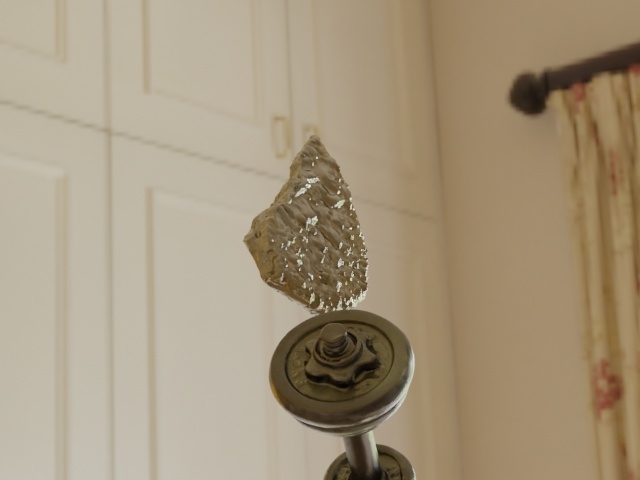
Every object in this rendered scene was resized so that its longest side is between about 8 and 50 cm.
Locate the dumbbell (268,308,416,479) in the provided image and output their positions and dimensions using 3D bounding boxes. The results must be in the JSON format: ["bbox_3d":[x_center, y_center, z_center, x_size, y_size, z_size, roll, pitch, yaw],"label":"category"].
[{"bbox_3d":[0.031,0.157,1.064,0.110,0.110,0.254,-5,-48,9],"label":"dumbbell"}]

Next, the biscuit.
[{"bbox_3d":[-0.001,0.001,1.337,0.038,0.141,0.290,-34,15,23],"label":"biscuit"}]
